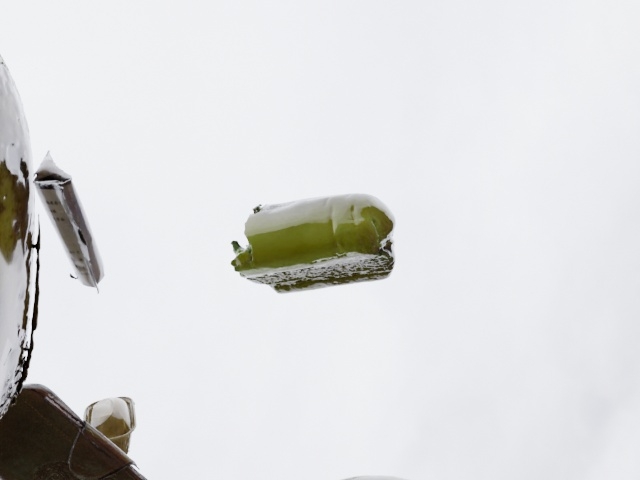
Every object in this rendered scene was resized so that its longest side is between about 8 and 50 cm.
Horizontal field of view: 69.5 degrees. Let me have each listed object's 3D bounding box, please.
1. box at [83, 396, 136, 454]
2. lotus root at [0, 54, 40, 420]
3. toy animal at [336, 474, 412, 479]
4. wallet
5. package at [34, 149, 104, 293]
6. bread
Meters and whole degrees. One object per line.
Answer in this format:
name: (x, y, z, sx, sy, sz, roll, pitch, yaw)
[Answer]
box: (-0.474, 0.414, 1.044, 0.111, 0.177, 0.111, -6, -76, -25)
lotus root: (-0.279, 0.002, 0.263, 0.195, 0.179, 0.398, 9, -71, -15)
toy animal: (0.006, 0.380, 0.399, 0.241, 0.196, 0.368, 21, -68, -40)
wallet: (-0.316, 0.294, 0.585, 0.137, 0.031, 0.255, -39, -75, 8)
package: (-0.460, -0.040, 0.842, 0.062, 0.251, 0.204, -20, -57, -25)
bread: (0.000, 0.000, 1.115, 0.251, 0.376, 0.208, 51, -144, -59)
